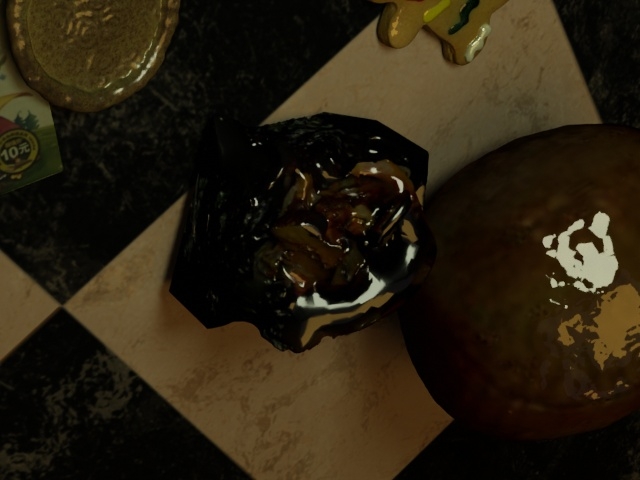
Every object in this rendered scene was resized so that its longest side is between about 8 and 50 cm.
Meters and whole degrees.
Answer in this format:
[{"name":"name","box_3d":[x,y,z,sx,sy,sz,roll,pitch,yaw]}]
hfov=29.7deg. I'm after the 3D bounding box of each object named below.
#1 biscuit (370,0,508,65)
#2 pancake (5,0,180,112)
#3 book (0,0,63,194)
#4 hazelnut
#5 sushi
[{"name":"biscuit","box_3d":[0.124,-0.279,1.322,0.240,0.035,0.158,11,109,-43]},{"name":"pancake","box_3d":[-0.204,-0.210,1.106,0.199,0.021,0.199,-27,133,-33]},{"name":"book","box_3d":[-0.357,-0.154,1.039,0.228,0.018,0.322,-25,132,-23]},{"name":"hazelnut","box_3d":[0.288,0.055,1.467,0.421,0.353,0.421,-49,157,-29]},{"name":"sushi","box_3d":[0.001,0.000,1.288,0.227,0.212,0.215,-2,119,-39]}]
